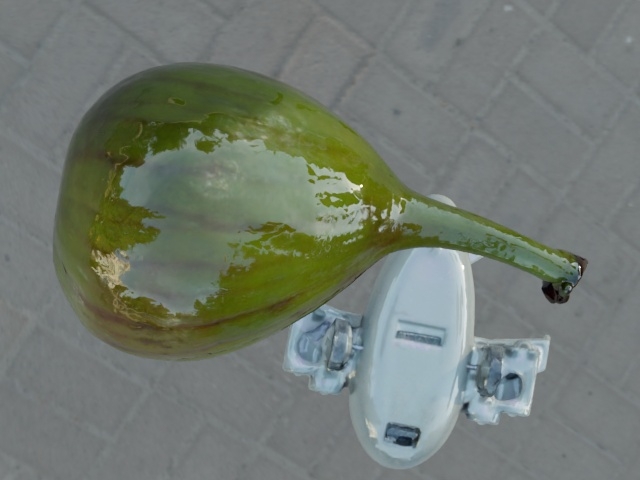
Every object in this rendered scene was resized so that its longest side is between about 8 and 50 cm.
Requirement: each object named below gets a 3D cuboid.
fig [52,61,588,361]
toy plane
[{"bbox_3d":[0.000,0.000,0.553,0.259,0.151,0.151,11,97,9],"label":"fig"},{"bbox_3d":[0.086,0.080,1.040,0.252,0.118,0.252,0,81,-2],"label":"toy plane"}]
